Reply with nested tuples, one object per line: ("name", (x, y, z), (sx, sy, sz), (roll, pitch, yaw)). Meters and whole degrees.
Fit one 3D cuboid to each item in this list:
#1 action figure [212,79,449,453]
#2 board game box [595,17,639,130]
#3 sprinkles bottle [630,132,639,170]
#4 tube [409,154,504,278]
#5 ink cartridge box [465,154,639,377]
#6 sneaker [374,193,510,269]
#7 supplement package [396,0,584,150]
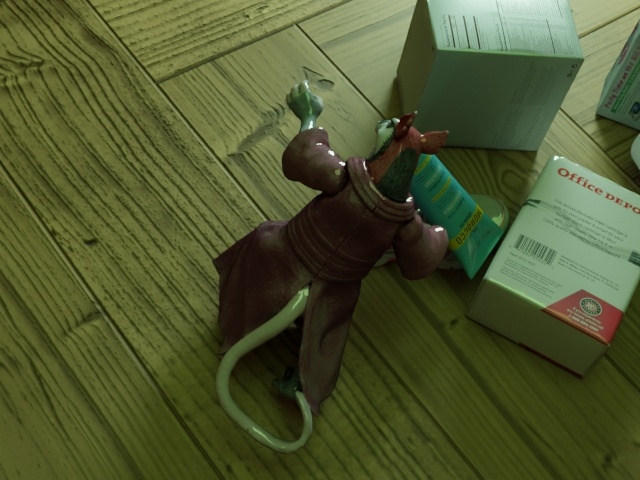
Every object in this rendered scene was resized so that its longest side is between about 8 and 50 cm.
("action figure", (0.000, 0.000, 1.108), (0.248, 0.370, 0.276), (35, 36, -3))
("board game box", (0.585, -0.226, 1.456), (0.303, 0.224, 0.098), (23, 56, 5))
("sprinkles bottle", (0.560, -0.016, 1.371), (0.121, 0.121, 0.355), (-14, 60, -19))
("tube", (0.150, -0.048, 1.247), (0.080, 0.052, 0.207), (-50, 118, -14))
("ink cartridge box", (0.320, 0.028, 1.311), (0.172, 0.100, 0.237), (28, 57, 10))
("sneaker", (0.133, -0.028, 1.309), (0.252, 0.111, 0.103), (-6, 58, -14))
("supplement package", (0.229, -0.246, 1.424), (0.203, 0.194, 0.149), (2, 55, -9))
